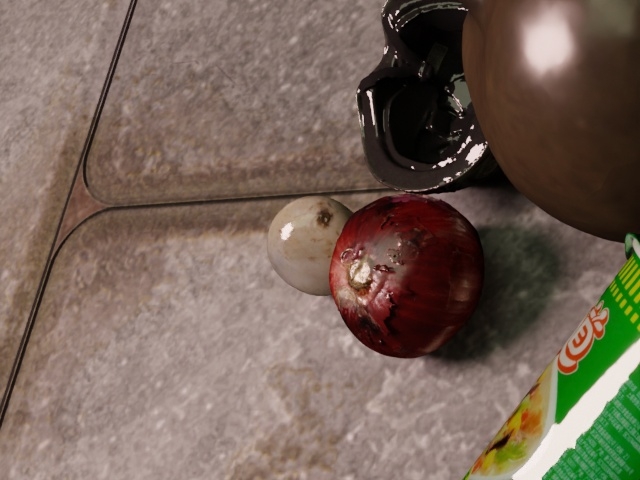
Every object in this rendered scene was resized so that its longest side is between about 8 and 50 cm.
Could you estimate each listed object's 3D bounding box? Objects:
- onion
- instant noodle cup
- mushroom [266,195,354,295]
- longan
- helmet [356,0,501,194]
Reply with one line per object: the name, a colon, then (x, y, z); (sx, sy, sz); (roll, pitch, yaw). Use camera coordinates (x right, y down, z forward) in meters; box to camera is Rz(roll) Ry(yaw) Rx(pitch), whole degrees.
onion: (0.068, 0.027, 1.474); (0.131, 0.131, 0.131); (-18, 53, 27)
instant noodle cup: (0.203, 0.145, 1.259); (0.232, 0.207, 0.207); (-48, 45, 13)
mushroom: (0.000, 0.000, 1.575); (0.085, 0.085, 0.079); (-27, 15, 20)
longan: (0.216, -0.122, 1.330); (0.300, 0.300, 0.243); (12, 68, 41)
helmet: (0.116, -0.116, 1.538); (0.153, 0.107, 0.177); (16, 92, 43)
